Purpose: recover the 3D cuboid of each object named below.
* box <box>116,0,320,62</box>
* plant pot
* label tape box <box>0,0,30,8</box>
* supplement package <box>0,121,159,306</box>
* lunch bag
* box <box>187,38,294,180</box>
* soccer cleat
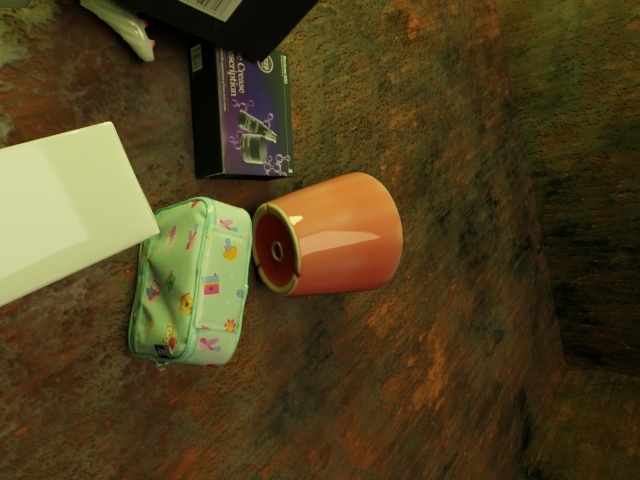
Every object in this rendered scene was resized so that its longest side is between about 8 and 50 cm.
[{"bbox_3d":[-0.207,-0.524,0.739,0.344,0.179,0.312,4,65,-45],"label":"box"},{"bbox_3d":[0.000,0.000,0.976,0.243,0.275,0.274,-12,99,-36],"label":"plant pot"},{"bbox_3d":[-0.442,-0.414,0.522,0.348,0.115,0.248,-9,90,-22],"label":"label tape box"},{"bbox_3d":[-0.411,-0.027,0.607,0.293,0.178,0.175,-33,112,-39],"label":"supplement package"},{"bbox_3d":[-0.230,0.076,0.762,0.108,0.224,0.278,21,70,-47],"label":"lunch bag"},{"bbox_3d":[-0.156,-0.257,0.917,0.184,0.103,0.260,-7,95,-47],"label":"box"},{"bbox_3d":[-0.352,-0.387,0.752,0.076,0.068,0.196,-36,118,-17],"label":"soccer cleat"}]
